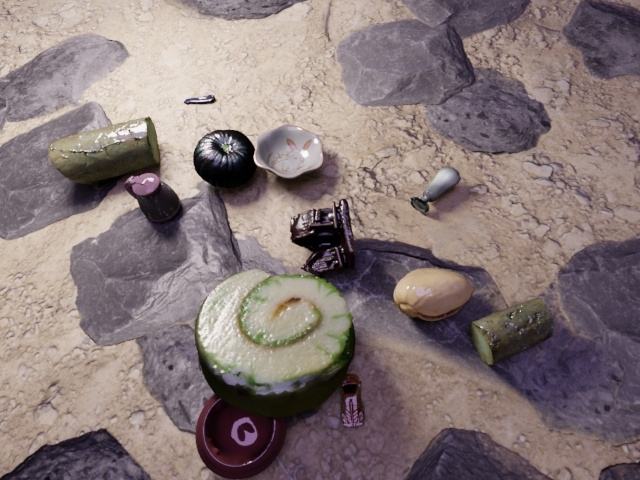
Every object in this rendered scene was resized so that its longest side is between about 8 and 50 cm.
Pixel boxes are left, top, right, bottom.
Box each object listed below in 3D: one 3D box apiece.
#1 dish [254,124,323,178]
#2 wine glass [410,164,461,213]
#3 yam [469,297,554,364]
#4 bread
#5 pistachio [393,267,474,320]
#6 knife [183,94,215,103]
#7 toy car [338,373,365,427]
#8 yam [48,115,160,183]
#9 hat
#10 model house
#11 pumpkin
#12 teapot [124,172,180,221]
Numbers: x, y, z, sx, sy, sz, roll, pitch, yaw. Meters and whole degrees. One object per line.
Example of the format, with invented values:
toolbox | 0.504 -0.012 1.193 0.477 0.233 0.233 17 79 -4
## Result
dish | -0.100 -0.262 1.320 0.229 0.081 0.230 2 57 -3
wine glass | 0.341 -0.152 1.234 0.155 0.072 0.072 -42 66 -16
yam | 0.469 0.214 1.005 0.194 0.107 0.107 -20 62 -8
bread | -0.109 0.220 0.994 0.366 0.129 0.382 -25 50 -28
pistachio | 0.285 0.126 1.059 0.200 0.117 0.145 -14 56 -5
knife | -0.445 -0.515 1.523 0.121 0.018 0.031 -2 68 4
toy car | 0.073 0.376 0.984 0.059 0.035 0.122 -6 63 5
yam | -0.671 -0.286 1.331 0.304 0.168 0.168 -18 61 -5
hat | -0.178 0.429 0.944 0.205 0.089 0.206 0 63 -1
model house | 0.002 0.001 1.139 0.164 0.141 0.203 -3 63 -9
pumpkin | -0.295 -0.253 1.299 0.201 0.140 0.202 6 62 -12
teapot | -0.505 -0.144 1.250 0.116 0.146 0.148 -36 65 -15
